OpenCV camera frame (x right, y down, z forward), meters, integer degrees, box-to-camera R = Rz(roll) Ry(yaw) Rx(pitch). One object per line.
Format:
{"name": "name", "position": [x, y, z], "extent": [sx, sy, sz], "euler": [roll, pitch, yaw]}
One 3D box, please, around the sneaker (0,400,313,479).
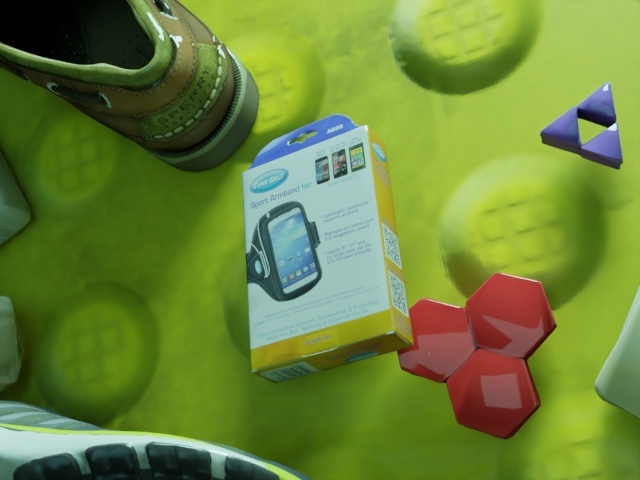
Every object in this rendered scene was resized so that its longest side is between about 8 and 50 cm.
{"name": "sneaker", "position": [-0.126, 0.127, 0.459], "extent": [0.300, 0.121, 0.111], "euler": [11, 95, 3]}

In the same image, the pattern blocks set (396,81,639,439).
{"name": "pattern blocks set", "position": [0.223, 0.046, 0.397], "extent": [0.325, 0.026, 0.285], "euler": [38, 91, 26]}

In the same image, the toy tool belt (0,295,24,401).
{"name": "toy tool belt", "position": [-0.207, 0.071, 0.542], "extent": [0.051, 0.052, 0.083], "euler": [9, 106, 30]}

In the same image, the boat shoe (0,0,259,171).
{"name": "boat shoe", "position": [-0.171, -0.155, 0.559], "extent": [0.307, 0.104, 0.111], "euler": [29, 87, 25]}

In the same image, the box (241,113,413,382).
{"name": "box", "position": [0.000, 0.000, 0.480], "extent": [0.081, 0.028, 0.136], "euler": [-18, 57, 23]}

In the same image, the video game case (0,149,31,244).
{"name": "video game case", "position": [-0.385, -0.054, 0.649], "extent": [0.300, 0.036, 0.329], "euler": [-37, 66, 8]}
